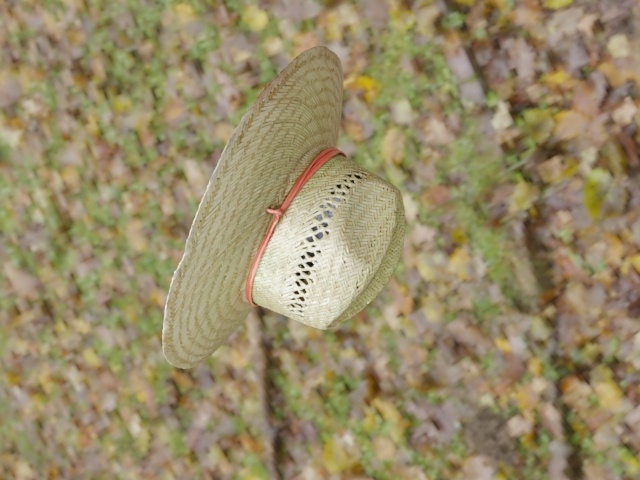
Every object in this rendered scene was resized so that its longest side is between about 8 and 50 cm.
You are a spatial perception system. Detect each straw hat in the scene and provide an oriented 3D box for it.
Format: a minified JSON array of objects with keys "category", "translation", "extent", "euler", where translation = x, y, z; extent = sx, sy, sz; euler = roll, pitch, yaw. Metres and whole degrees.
[{"category":"straw hat","translation":[0.000,0.000,0.582],"extent":[0.061,0.144,0.144],"euler":[26,132,16]}]
